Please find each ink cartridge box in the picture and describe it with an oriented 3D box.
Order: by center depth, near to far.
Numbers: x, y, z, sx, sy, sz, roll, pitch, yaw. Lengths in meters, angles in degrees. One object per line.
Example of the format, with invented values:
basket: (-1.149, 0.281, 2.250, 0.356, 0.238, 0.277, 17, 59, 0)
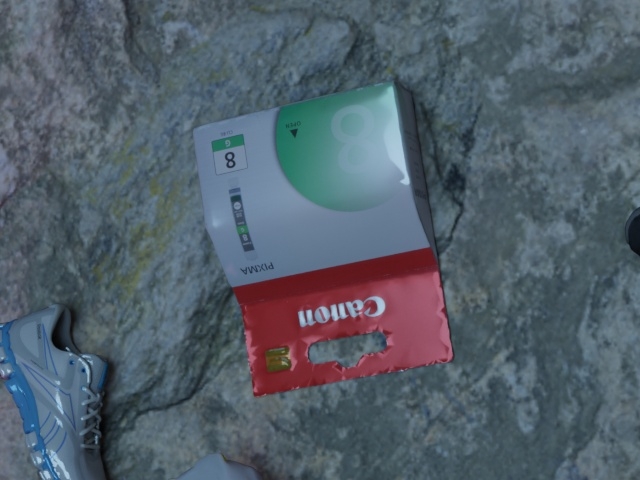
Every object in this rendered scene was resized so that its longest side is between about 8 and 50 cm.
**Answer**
ink cartridge box: (0.000, 0.000, 1.579, 0.181, 0.056, 0.224, -12, 79, 21)

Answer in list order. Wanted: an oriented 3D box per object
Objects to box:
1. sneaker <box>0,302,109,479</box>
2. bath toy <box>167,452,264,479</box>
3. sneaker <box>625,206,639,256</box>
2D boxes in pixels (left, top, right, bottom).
sneaker: (-0.206, 0.137, 1.640, 0.083, 0.071, 0.190, -29, 75, 11)
bath toy: (-0.179, 0.286, 1.584, 0.348, 0.129, 0.151, -28, 33, 13)
sneaker: (0.348, 0.017, 1.411, 0.267, 0.101, 0.106, 3, 88, 22)
